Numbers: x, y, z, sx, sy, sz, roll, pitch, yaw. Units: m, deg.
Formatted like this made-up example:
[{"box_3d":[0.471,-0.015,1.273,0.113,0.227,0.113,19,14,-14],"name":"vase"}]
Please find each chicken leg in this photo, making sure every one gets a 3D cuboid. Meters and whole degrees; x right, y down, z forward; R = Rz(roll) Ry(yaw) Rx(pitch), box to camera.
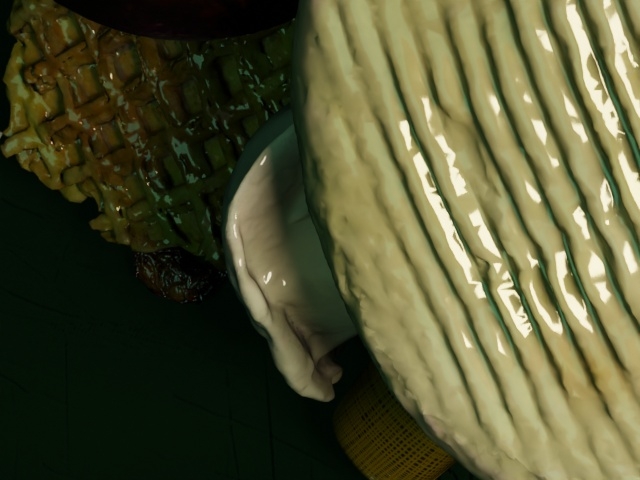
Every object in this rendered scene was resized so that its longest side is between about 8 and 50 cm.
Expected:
[{"box_3d":[-0.086,0.021,1.174,0.083,0.021,0.036,16,104,34],"name":"chicken leg"}]

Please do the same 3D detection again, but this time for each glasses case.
[{"box_3d":[0.087,0.057,1.018,0.079,0.064,0.234,48,127,8],"name":"glasses case"}]

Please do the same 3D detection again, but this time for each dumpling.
[{"box_3d":[0.000,0.000,0.999,0.124,0.151,0.229,16,135,22],"name":"dumpling"}]

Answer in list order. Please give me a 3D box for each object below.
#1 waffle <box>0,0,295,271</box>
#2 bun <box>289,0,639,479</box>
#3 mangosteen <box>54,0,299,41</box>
[{"box_3d":[-0.095,-0.106,1.123,0.254,0.052,0.245,26,118,29],"name":"waffle"},{"box_3d":[0.158,-0.052,0.831,0.361,0.213,0.361,15,116,33],"name":"bun"},{"box_3d":[-0.063,-0.242,0.949,0.233,0.287,0.287,12,114,5],"name":"mangosteen"}]
